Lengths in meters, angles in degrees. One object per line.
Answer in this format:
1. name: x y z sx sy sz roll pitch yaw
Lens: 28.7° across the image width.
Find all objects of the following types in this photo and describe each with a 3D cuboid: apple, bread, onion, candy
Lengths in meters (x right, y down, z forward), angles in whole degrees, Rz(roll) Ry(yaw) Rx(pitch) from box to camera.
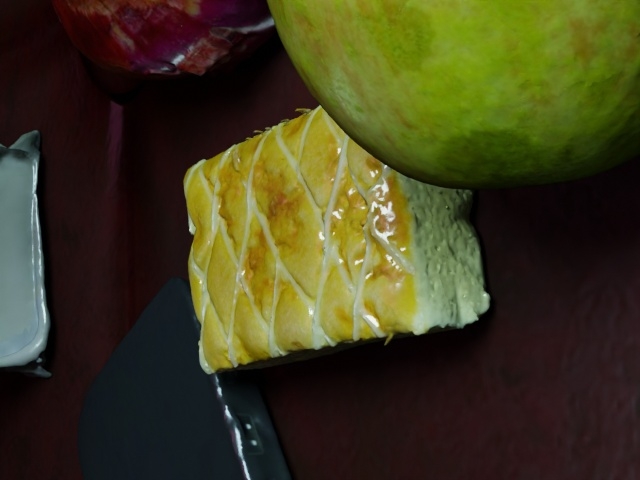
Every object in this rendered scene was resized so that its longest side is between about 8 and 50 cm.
1. apple: 0.075 -0.114 0.483 0.196 0.196 0.196 -2 88 51
2. bread: -0.001 0.000 0.666 0.188 0.068 0.125 -17 76 49
3. onion: -0.105 -0.207 0.728 0.230 0.163 0.230 -8 79 43
4. candy: -0.307 0.020 0.965 0.137 0.185 0.195 -12 84 55

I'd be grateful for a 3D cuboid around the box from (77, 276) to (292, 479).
1. box: -0.093 0.153 0.797 0.201 0.042 0.212 -50 52 37
